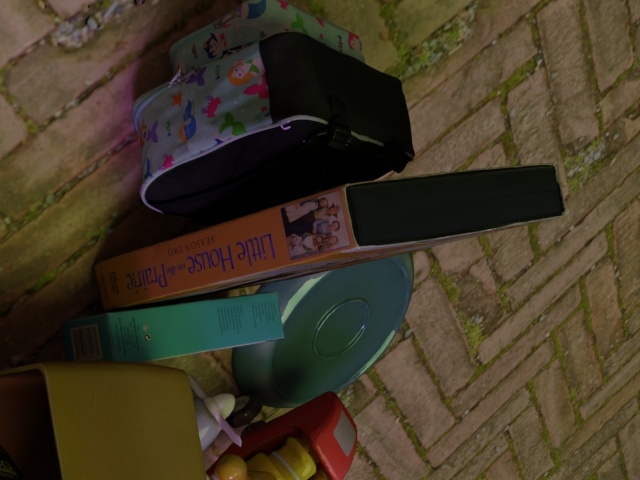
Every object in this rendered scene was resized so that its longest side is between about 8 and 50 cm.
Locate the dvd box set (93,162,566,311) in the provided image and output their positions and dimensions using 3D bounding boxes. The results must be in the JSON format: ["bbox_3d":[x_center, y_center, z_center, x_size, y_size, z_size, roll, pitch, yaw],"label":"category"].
[{"bbox_3d":[0.000,0.000,1.198,0.307,0.420,0.062,-9,86,-43],"label":"dvd box set"}]

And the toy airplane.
[{"bbox_3d":[-0.113,0.361,1.382,0.386,0.272,0.384,14,81,-38],"label":"toy airplane"}]

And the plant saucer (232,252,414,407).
[{"bbox_3d":[0.019,0.113,1.578,0.317,0.043,0.318,-28,138,-28],"label":"plant saucer"}]

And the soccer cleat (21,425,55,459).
[{"bbox_3d":[-0.385,0.297,1.280,0.289,0.093,0.121,-38,148,-14],"label":"soccer cleat"}]

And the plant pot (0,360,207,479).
[{"bbox_3d":[-0.239,0.224,1.171,0.187,0.212,0.212,-7,86,-44],"label":"plant pot"}]

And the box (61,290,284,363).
[{"bbox_3d":[-0.166,0.104,1.317,0.244,0.100,0.060,-5,85,-44],"label":"box"}]

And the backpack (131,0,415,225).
[{"bbox_3d":[-0.063,-0.115,1.146,0.253,0.191,0.225,-28,155,32],"label":"backpack"}]

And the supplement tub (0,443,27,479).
[{"bbox_3d":[-0.379,0.240,1.043,0.193,0.316,0.194,-28,139,-28],"label":"supplement tub"}]
